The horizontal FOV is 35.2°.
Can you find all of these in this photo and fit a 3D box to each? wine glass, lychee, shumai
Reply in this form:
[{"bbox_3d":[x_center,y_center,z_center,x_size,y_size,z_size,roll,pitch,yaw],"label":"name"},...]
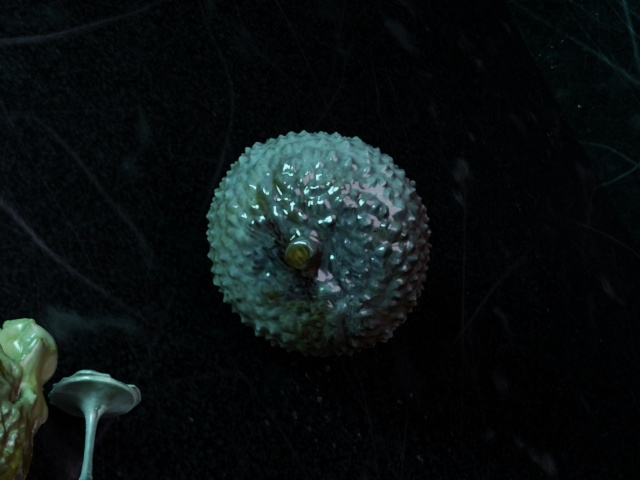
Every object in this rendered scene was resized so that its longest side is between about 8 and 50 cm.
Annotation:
[{"bbox_3d":[-0.231,0.227,0.987,0.122,0.122,0.183,29,43,-38],"label":"wine glass"},{"bbox_3d":[0.002,-0.004,1.275,0.300,0.300,0.300,29,48,-38],"label":"lychee"},{"bbox_3d":[-0.307,0.130,0.914,0.209,0.161,0.153,49,38,11],"label":"shumai"}]
